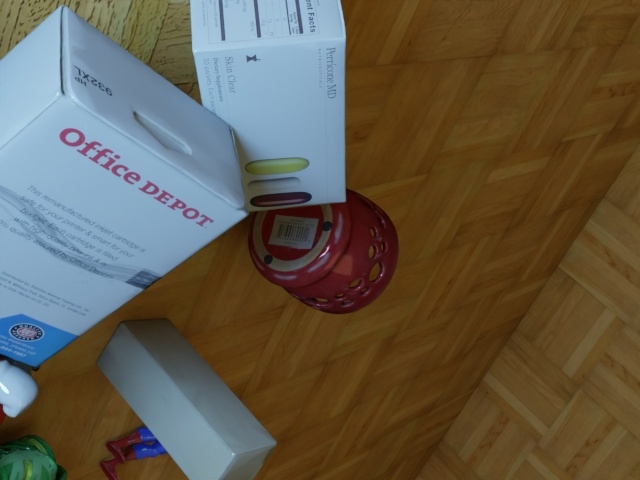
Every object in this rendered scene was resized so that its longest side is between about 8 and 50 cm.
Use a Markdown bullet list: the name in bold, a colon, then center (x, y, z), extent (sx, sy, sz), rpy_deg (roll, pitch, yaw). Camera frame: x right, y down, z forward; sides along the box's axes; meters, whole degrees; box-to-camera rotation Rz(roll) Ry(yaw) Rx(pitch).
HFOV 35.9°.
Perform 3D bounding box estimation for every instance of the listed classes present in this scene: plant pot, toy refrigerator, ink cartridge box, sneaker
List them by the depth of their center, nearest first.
- **ink cartridge box**: center (-0.256, -0.035, 0.927), extent (0.307, 0.129, 0.223), rpy_deg (-34, 136, 23)
- **sneaker**: center (-0.445, 0.318, 1.381), extent (0.124, 0.109, 0.295), rpy_deg (-55, 160, -16)
- **toy refrigerator**: center (-0.197, 0.237, 1.421), extent (0.102, 0.269, 0.094), rpy_deg (1, 128, -58)
- **plant pot**: center (0.000, 0.000, 1.481), extent (0.191, 0.191, 0.174), rpy_deg (-49, 147, 5)

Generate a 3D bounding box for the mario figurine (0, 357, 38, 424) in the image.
- **mario figurine**: center (-0.437, 0.157, 1.046), extent (0.170, 0.198, 0.320), rpy_deg (-57, 153, -16)

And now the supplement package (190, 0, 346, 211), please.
- **supplement package**: center (-0.054, -0.188, 1.058), extent (0.145, 0.204, 0.262), rpy_deg (-7, 146, -2)

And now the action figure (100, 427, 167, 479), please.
- **action figure**: center (-0.226, 0.362, 1.721), extent (0.280, 0.139, 0.091), rpy_deg (-22, 147, -45)

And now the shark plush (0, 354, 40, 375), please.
- **shark plush**: center (-0.363, 0.114, 1.195), extent (0.073, 0.067, 0.161), rpy_deg (8, 100, -26)
